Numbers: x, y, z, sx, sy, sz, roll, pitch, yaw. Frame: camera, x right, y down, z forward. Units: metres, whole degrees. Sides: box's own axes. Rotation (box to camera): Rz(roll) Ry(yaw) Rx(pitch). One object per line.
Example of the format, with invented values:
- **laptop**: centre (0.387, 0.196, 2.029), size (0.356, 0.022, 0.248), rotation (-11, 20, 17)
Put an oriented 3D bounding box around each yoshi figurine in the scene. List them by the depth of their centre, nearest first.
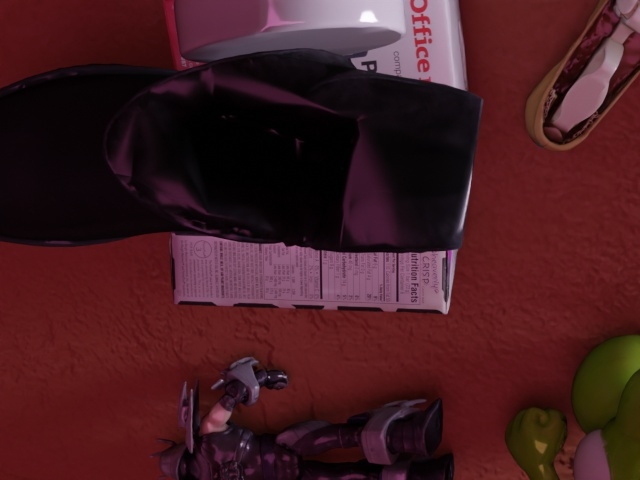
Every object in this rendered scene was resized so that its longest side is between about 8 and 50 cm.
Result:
- **yoshi figurine**: centre (0.261, 0.231, 1.418), size (0.203, 0.204, 0.362), rotation (45, 132, 34)

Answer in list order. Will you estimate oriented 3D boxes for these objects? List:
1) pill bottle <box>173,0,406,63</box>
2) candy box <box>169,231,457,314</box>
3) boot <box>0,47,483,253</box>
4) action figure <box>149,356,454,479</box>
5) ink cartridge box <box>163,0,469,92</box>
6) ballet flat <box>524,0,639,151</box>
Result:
- **pill bottle**: centre (-0.037, -0.324, 1.178), size (0.210, 0.210, 0.362), rotation (-6, 89, 10)
- **candy box**: centre (0.000, 0.000, 1.356), size (0.234, 0.159, 0.071), rotation (2, 110, 7)
- **boot**: centre (-0.104, -0.050, 1.060), size (0.367, 0.445, 0.146), rotation (-8, 98, -4)
- **action figure**: centre (-0.024, 0.203, 1.464), size (0.285, 0.099, 0.185), rotation (-3, 115, 13)
- **ink cartridge box**: centre (0.003, -0.145, 1.338), size (0.237, 0.100, 0.172), rotation (-5, 108, 10)
- **ballet flat**: centre (0.255, -0.165, 1.311), size (0.080, 0.073, 0.232), rotation (32, 109, -4)
